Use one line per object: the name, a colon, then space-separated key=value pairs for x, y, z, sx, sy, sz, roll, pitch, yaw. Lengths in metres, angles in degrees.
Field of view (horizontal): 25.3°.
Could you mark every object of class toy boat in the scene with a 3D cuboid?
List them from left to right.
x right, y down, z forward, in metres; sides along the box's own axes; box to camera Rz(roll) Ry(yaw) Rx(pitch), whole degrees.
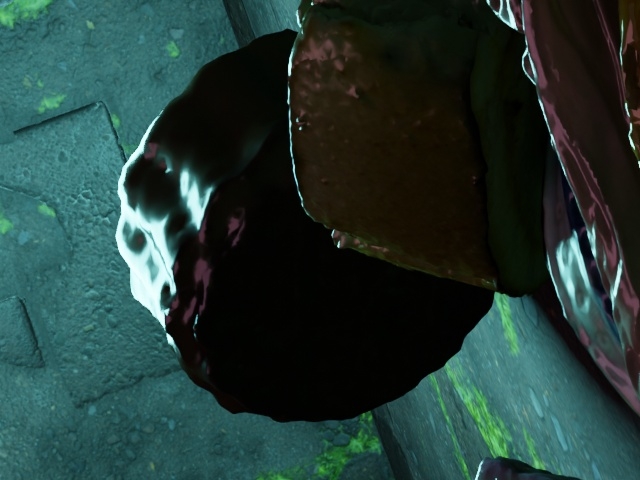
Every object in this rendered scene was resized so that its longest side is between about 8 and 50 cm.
toy boat: x=0.189 y=0.012 z=0.684 sx=0.262 sy=0.114 sz=0.115 roll=59 pitch=138 yaw=29

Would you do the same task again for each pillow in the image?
pillow: x=0.152 y=-0.048 z=0.551 sx=0.067 sy=0.173 sz=0.270 roll=-19 pitch=94 yaw=55

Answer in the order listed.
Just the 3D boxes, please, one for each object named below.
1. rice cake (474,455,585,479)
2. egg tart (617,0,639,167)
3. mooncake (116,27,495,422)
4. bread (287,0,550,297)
rice cake: x=0.193 y=0.163 z=0.651 sx=0.365 sy=0.056 sz=0.073 roll=12 pitch=92 yaw=51
egg tart: x=0.167 y=-0.090 z=0.314 sx=0.388 sy=0.169 sz=0.388 roll=163 pitch=90 yaw=-84
mooncake: x=0.000 y=-0.002 z=1.196 sx=0.187 sy=0.324 sz=0.324 roll=52 pitch=162 yaw=48
bread: x=0.068 y=-0.083 z=0.778 sx=0.257 sy=0.124 sz=0.186 roll=49 pitch=-124 yaw=-58
